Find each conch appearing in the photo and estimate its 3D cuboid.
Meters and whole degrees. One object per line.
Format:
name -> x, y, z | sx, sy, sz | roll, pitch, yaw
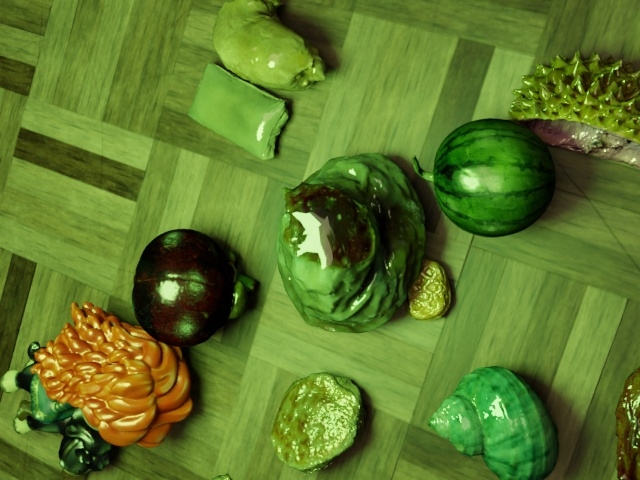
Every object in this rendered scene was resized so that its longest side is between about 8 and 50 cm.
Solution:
conch -> 0.281, 0.301, 1.243 | 0.203, 0.134, 0.196 | 7, 92, 20

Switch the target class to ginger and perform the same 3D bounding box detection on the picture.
ginger -> -0.100, -0.350, 1.384 | 0.152, 0.138, 0.267 | -44, 71, 11

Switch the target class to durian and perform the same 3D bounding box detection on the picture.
durian -> 0.428, -0.213, 1.200 | 0.261, 0.153, 0.186 | 10, 69, 13

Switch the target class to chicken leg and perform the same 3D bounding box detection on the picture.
chicken leg -> 0.540, 0.252, 1.168 | 0.158, 0.096, 0.406 | 16, 94, 16

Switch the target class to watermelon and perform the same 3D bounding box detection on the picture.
watermelon -> 0.259, -0.097, 1.219 | 0.215, 0.188, 0.187 | -3, 89, 11

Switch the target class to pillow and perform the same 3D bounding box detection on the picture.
pillow -> -0.154, -0.243, 1.449 | 0.208, 0.053, 0.119 | 30, 99, 21

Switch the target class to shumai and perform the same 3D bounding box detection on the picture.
shumai -> 0.000, 0.000, 1.265 | 0.304, 0.263, 0.309 | -19, 75, 26

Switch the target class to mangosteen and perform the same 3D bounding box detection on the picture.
mangosteen -> -0.237, 0.093, 1.410 | 0.216, 0.216, 0.216 | 0, 91, 21

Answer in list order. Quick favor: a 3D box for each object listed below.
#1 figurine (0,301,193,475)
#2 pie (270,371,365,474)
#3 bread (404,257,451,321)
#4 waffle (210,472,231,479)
figurine -> -0.444, 0.299, 1.491 | 0.412, 0.241, 0.306 | -39, 71, 28
pie -> -0.005, 0.323, 1.387 | 0.194, 0.079, 0.163 | -31, 70, 19
bread -> 0.181, 0.084, 1.328 | 0.083, 0.044, 0.110 | -11, 84, 20
waffle -> -0.212, 0.626, 1.461 | 0.213, 0.091, 0.307 | -28, 81, 19
